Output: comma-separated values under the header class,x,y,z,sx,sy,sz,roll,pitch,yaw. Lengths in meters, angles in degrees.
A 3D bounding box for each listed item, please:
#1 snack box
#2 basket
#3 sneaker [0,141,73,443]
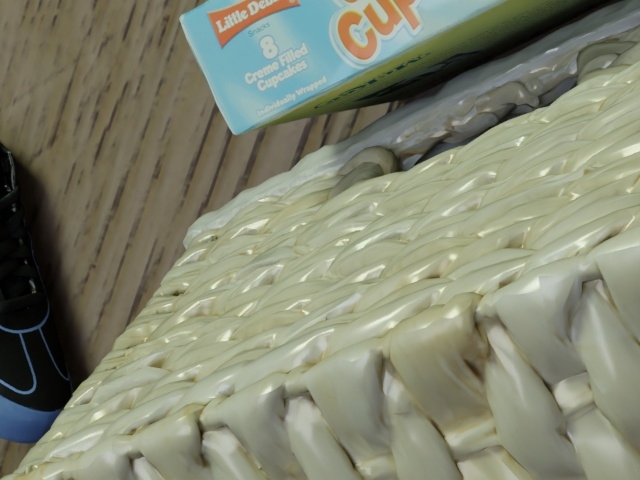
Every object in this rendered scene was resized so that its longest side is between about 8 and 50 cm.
class,x,y,z,sx,sy,sz,roll,pitch,yaw
snack box,0.122,-0.138,0.600,0.322,0.187,0.060,-25,88,26
basket,0.116,0.112,0.570,0.328,0.266,0.331,-24,105,25
sneaker,-0.197,-0.002,0.827,0.090,0.081,0.232,-40,81,32
